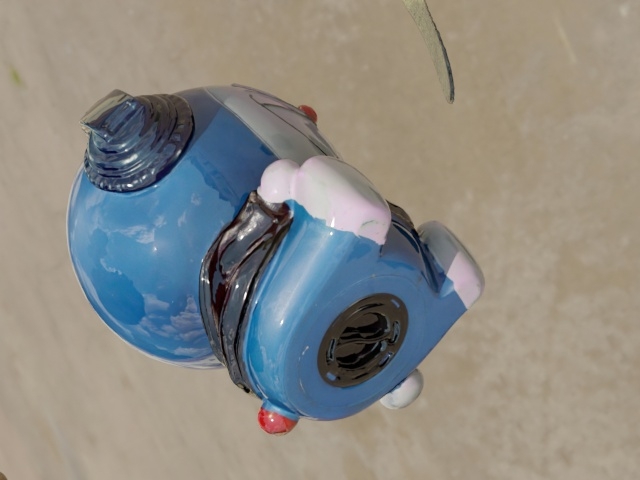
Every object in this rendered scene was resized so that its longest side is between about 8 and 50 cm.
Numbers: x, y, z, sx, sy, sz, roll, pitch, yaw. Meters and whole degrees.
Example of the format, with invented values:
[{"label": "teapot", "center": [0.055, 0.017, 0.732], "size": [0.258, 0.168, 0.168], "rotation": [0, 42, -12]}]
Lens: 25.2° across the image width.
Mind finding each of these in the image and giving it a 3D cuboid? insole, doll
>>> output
[{"label": "insole", "center": [0.092, -0.233, 1.397], "size": [0.086, 0.005, 0.253], "rotation": [81, 173, -51]}, {"label": "doll", "center": [-0.058, 0.003, 1.101], "size": [0.310, 0.240, 0.284], "rotation": [39, 172, 43]}]

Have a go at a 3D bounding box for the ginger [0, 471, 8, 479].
[{"label": "ginger", "center": [-0.445, 0.217, 1.661], "size": [0.216, 0.102, 0.157], "rotation": [51, -165, 15]}]
